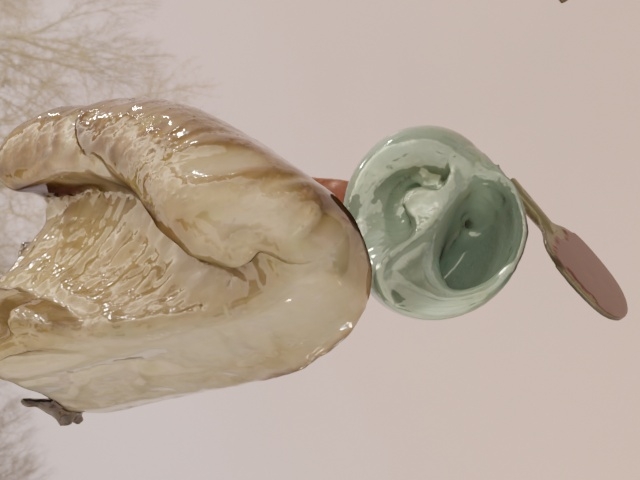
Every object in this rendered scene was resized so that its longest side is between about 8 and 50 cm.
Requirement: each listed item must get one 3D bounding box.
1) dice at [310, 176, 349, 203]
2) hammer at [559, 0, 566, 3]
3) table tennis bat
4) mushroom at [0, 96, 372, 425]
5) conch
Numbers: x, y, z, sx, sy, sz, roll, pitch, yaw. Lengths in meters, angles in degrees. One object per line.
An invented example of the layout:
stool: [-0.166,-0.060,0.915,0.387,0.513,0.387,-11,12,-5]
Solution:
dice: [0.000,0.000,0.962,0.179,0.174,0.175,-12,-104,53]
hammer: [0.142,-0.153,0.269,0.035,0.019,0.110,46,-20,-10]
table tennis bat: [0.332,0.009,0.790,0.234,0.131,0.022,52,-53,12]
mushroom: [-0.134,-0.014,0.565,0.397,0.224,0.313,-15,-125,25]
conch: [0.113,-0.015,0.586,0.185,0.121,0.221,-15,-124,32]
